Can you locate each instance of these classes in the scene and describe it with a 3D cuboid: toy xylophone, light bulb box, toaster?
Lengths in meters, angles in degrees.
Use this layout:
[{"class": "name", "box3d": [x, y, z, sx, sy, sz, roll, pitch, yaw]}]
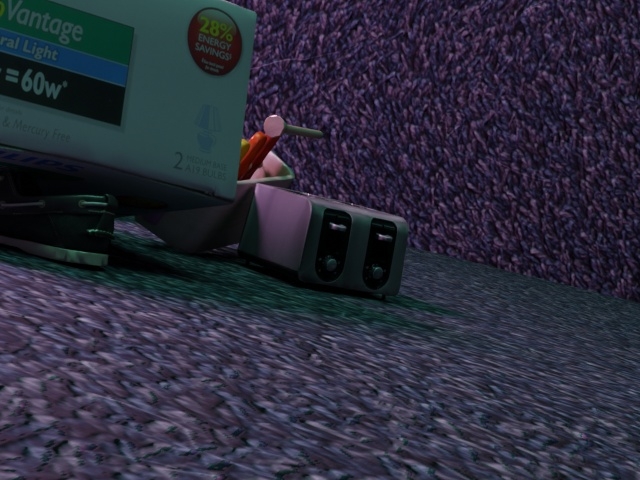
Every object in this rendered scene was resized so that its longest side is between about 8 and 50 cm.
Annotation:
[{"class": "toy xylophone", "box3d": [-0.113, -0.083, 1.723, 0.081, 0.236, 0.323, 39, 7, 11]}, {"class": "light bulb box", "box3d": [-0.323, -0.165, 1.403, 0.358, 0.225, 0.361, 13, -11, -39]}, {"class": "toaster", "box3d": [0.000, 0.000, 1.645, 0.168, 0.110, 0.186, 12, 4, -36]}]

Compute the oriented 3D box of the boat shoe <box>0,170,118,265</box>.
[{"class": "boat shoe", "box3d": [-0.314, -0.034, 1.282, 0.233, 0.079, 0.084, 13, 5, 14]}]
